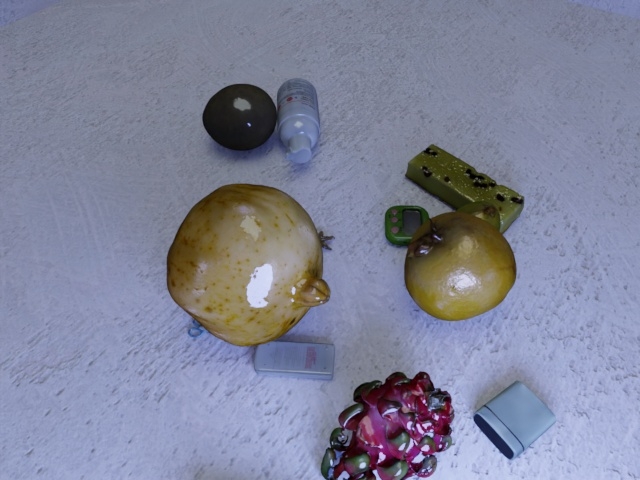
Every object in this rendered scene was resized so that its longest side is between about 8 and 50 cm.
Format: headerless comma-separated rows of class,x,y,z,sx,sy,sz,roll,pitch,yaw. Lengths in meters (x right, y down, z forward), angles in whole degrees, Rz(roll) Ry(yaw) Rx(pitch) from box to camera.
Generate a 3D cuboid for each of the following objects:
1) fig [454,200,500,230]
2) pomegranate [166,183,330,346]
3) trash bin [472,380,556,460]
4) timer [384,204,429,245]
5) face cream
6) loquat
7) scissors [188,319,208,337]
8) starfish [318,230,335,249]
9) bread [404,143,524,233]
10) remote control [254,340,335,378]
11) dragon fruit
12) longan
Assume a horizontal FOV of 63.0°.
fig,0.424,-0.037,1.440,0.136,0.153,0.121,25,10,4
pomegranate,-0.146,0.061,1.206,0.410,0.410,0.410,-1,49,1
trash bin,0.414,0.381,1.116,0.130,0.059,0.116,-27,55,-22
timer,0.249,-0.042,1.502,0.128,0.047,0.140,1,49,5
face cream,-0.073,-0.380,1.747,0.145,0.145,0.370,-3,50,-1
loquat,0.322,0.060,1.260,0.274,0.275,0.275,-1,49,1
scissors,-0.270,0.223,1.304,0.119,0.014,0.058,7,51,12
starfish,0.000,0.000,1.485,0.091,0.028,0.078,-12,47,-15
bread,0.435,-0.161,1.581,0.138,0.077,0.361,-36,57,-25
remote control,-0.062,0.281,1.237,0.190,0.029,0.088,2,48,3
dragon fruit,0.133,0.381,1.035,0.272,0.198,0.218,-36,65,-25
longan,-0.268,-0.410,1.734,0.248,0.248,0.248,-1,49,1
